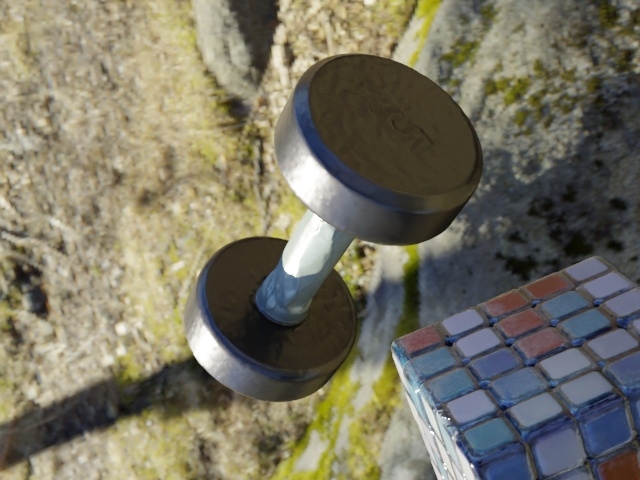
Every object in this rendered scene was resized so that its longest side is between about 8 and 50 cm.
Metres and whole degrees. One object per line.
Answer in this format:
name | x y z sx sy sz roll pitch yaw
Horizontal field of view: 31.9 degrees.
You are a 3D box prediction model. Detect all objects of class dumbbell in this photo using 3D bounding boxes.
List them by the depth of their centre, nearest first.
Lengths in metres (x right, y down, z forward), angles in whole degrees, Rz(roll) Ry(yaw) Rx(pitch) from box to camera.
dumbbell | 0.000 0.000 0.589 0.100 0.100 0.191 52 140 17

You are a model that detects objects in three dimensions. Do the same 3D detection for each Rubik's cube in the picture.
Rubik's cube | 0.282 0.231 1.250 0.292 0.287 0.293 -124 12 -68
